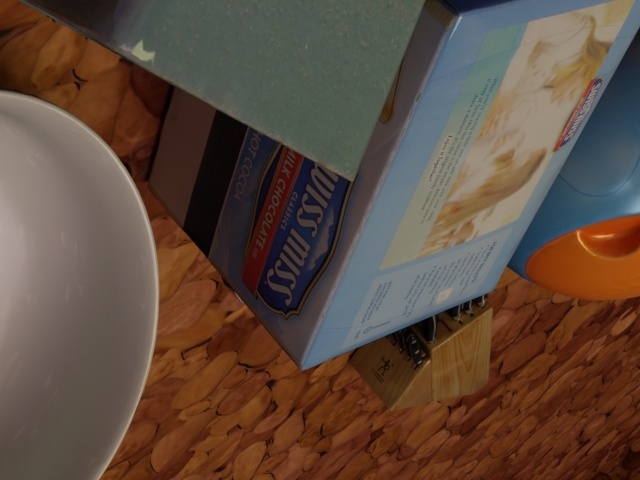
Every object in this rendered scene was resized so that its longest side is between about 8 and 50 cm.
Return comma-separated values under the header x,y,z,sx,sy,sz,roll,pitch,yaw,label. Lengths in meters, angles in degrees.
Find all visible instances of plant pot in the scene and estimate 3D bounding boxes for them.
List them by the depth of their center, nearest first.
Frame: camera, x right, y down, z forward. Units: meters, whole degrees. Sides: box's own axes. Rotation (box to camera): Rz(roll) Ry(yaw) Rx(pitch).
x,y,z,sx,sy,sz,roll,pitch,yaw,label
-0.064,-0.217,0.711,0.252,0.248,0.247,-61,151,2,plant pot

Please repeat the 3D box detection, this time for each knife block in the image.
x,y,z,sx,sy,sz,roll,pitch,yaw,label
0.158,0.088,1.599,0.276,0.088,0.242,-1,134,-51,knife block

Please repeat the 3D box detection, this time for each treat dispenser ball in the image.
x,y,z,sx,sy,sz,roll,pitch,yaw,label
0.271,-0.086,1.273,0.288,0.288,0.288,-31,151,-19,treat dispenser ball

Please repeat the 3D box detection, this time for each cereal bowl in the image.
x,y,z,sx,sy,sz,roll,pitch,yaw,label
-0.272,0.055,0.871,0.339,0.141,0.338,-23,121,-47,cereal bowl

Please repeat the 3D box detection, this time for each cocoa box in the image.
x,y,z,sx,sy,sz,roll,pitch,yaw,label
0.051,-0.116,1.004,0.231,0.228,0.347,-19,145,-37,cocoa box

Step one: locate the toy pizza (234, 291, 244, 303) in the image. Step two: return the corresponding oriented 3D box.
x,y,z,sx,sy,sz,roll,pitch,yaw,label
0.000,0.000,1.325,0.201,0.032,0.201,-31,151,-19,toy pizza
